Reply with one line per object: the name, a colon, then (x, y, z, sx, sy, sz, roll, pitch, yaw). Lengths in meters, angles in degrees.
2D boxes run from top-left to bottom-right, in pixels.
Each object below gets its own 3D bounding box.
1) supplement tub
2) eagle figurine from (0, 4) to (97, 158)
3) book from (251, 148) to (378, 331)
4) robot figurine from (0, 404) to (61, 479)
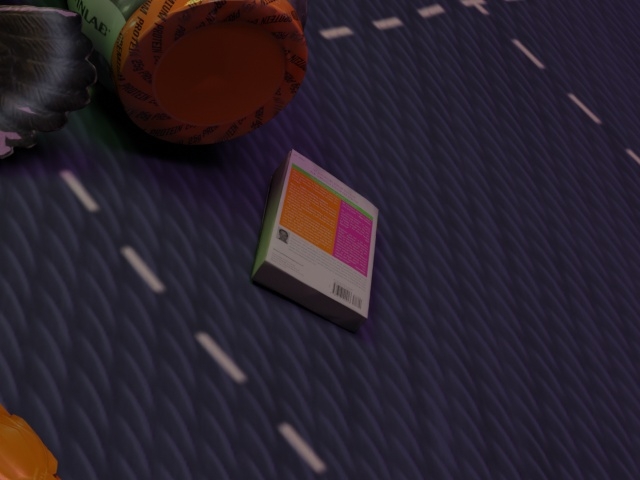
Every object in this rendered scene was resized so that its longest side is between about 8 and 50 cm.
supplement tub: (-0.125, -0.241, 1.250, 0.193, 0.193, 0.316, 11, 41, -32)
eagle figurine: (-0.321, -0.195, 1.076, 0.298, 0.225, 0.226, 39, 65, -54)
book: (0.000, 0.000, 1.216, 0.096, 0.035, 0.144, 30, 35, -15)
robot figurine: (-0.181, 0.185, 0.792, 0.291, 0.085, 0.211, 47, 36, 18)
